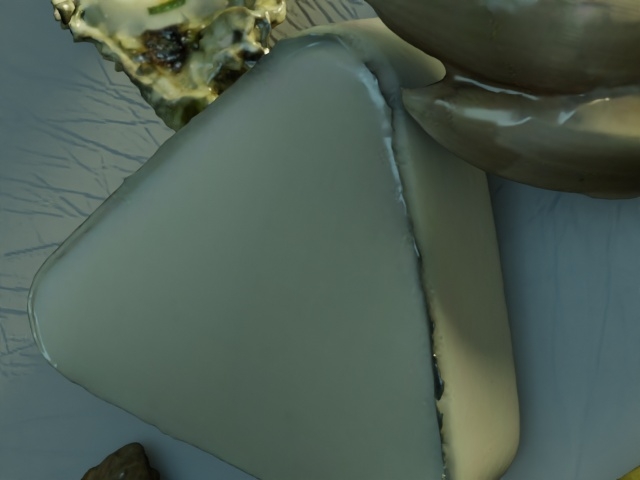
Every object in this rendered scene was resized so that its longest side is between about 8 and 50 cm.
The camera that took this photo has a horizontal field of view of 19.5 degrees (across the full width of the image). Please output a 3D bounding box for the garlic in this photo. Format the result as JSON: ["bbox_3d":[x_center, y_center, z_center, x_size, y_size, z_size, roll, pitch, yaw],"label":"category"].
[{"bbox_3d":[0.188,-0.163,1.145,0.132,0.325,0.279,13,89,56],"label":"garlic"}]

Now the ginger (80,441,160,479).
[{"bbox_3d":[-0.064,0.252,1.301,0.290,0.084,0.122,36,104,16],"label":"ginger"}]

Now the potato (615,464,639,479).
[{"bbox_3d":[0.263,0.196,1.184,0.200,0.137,0.154,-34,49,12],"label":"potato"}]

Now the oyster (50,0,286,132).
[{"bbox_3d":[-0.105,-0.220,1.326,0.201,0.107,0.354,-10,59,18],"label":"oyster"}]

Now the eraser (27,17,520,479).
[{"bbox_3d":[0.000,0.000,1.231,0.331,0.150,0.331,6,103,25],"label":"eraser"}]
